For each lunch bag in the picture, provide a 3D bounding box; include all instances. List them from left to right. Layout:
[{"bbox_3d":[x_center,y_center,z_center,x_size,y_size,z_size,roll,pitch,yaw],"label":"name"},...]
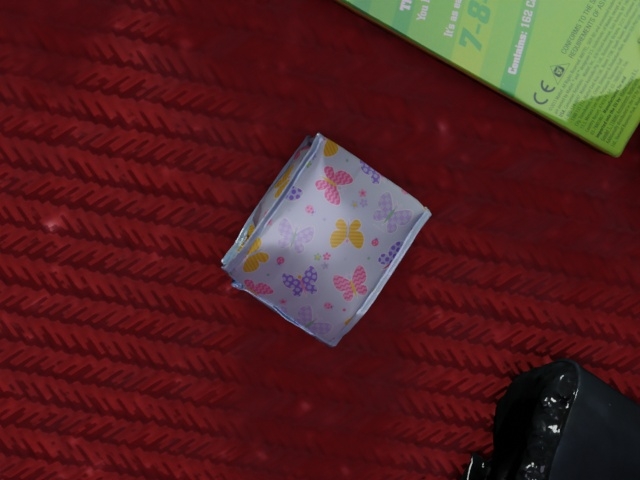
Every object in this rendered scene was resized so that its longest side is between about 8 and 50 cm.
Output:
[{"bbox_3d":[0.000,0.000,0.575,0.071,0.053,0.083,33,86,-9],"label":"lunch bag"}]

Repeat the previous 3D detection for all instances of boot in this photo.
[{"bbox_3d":[0.196,0.115,0.579,0.207,0.094,0.246,33,102,-11],"label":"boot"}]

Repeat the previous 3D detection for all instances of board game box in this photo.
[{"bbox_3d":[0.060,-0.155,0.562,0.259,0.039,0.124,28,95,-9],"label":"board game box"}]
